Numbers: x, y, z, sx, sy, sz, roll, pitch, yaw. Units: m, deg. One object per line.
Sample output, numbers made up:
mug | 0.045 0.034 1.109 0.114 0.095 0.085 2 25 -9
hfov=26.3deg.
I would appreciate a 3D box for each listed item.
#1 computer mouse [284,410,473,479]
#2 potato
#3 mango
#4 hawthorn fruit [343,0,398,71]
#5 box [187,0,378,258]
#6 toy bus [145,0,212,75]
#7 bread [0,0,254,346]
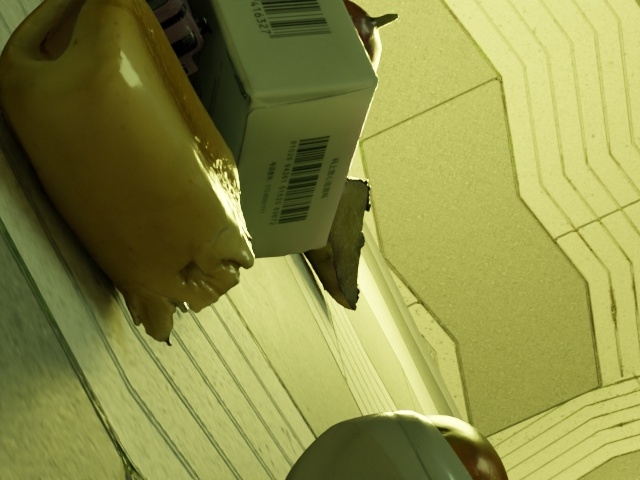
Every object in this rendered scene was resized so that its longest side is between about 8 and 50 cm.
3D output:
computer mouse | 0.042 0.205 0.829 0.184 0.121 0.297 57 -11 10
potato | 0.000 0.000 1.763 0.100 0.089 0.172 9 87 -61
mango | 0.121 0.250 1.379 0.146 0.129 0.289 56 -1 13
hawthorn fruit | -0.001 -0.267 1.963 0.199 0.251 0.199 53 23 -36
box | -0.066 -0.161 1.106 0.200 0.106 0.299 108 -32 -51
toy bus | -0.144 -0.196 1.001 0.098 0.087 0.178 60 7 -54
bread | -0.103 -0.047 0.706 0.134 0.085 0.173 -103 169 -52
